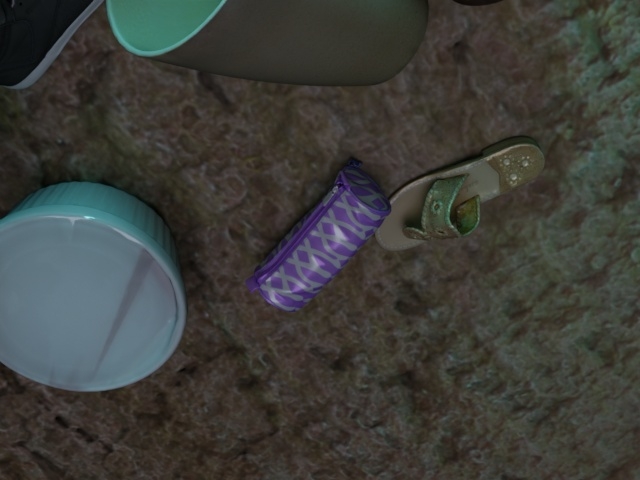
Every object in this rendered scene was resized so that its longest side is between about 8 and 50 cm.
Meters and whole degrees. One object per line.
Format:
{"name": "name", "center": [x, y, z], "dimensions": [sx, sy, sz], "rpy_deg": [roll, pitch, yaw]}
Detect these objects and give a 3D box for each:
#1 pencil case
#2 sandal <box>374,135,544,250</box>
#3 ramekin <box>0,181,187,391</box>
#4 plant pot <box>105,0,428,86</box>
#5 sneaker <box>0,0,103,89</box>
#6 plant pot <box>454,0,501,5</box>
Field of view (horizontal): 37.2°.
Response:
{"name": "pencil case", "center": [0.000, 0.000, 1.193], "dimensions": [0.088, 0.086, 0.206], "rpy_deg": [9, 128, -48]}
{"name": "sandal", "center": [0.169, -0.043, 1.175], "dimensions": [0.240, 0.079, 0.088], "rpy_deg": [-30, 118, 17]}
{"name": "ramekin", "center": [-0.298, 0.050, 1.198], "dimensions": [0.272, 0.127, 0.273], "rpy_deg": [0, 122, -1]}
{"name": "plant pot", "center": [-0.027, -0.256, 0.944], "dimensions": [0.274, 0.256, 0.256], "rpy_deg": [18, 124, -42]}
{"name": "sneaker", "center": [-0.306, -0.270, 0.970], "dimensions": [0.104, 0.147, 0.296], "rpy_deg": [49, 117, 13]}
{"name": "plant pot", "center": [0.138, -0.352, 0.921], "dimensions": [0.215, 0.215, 0.230], "rpy_deg": [-20, 132, 11]}
